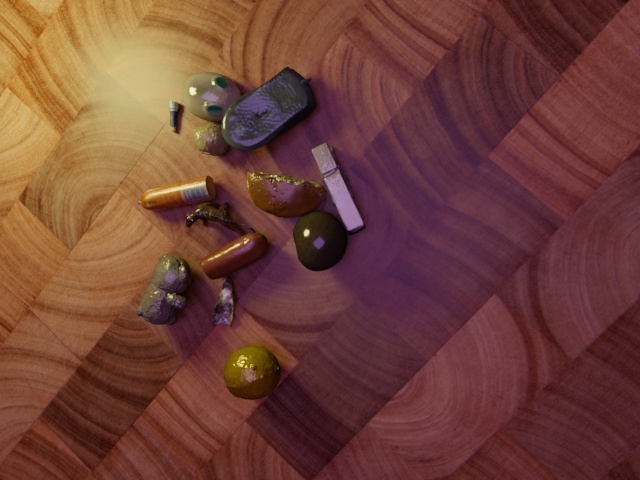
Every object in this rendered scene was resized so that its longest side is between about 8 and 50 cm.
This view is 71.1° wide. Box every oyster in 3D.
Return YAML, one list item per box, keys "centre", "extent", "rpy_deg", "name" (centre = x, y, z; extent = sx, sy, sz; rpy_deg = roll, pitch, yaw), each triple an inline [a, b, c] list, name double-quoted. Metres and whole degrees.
- centre: [-0.360, 0.241, 1.720]
  extent: [0.106, 0.061, 0.199]
  rpy_deg: [27, 101, -9]
  name: "oyster"

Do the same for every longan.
- centre: [0.000, 0.000, 1.557]
  extent: [0.198, 0.198, 0.212]
  rpy_deg: [-26, 56, 12]
  name: "longan"

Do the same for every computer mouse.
- centre: [-0.180, -0.458, 1.600]
  extent: [0.371, 0.122, 0.188]
  rpy_deg: [-35, 90, 4]
  name: "computer mouse"

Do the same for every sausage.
- centre: [-0.557, -0.171, 1.707]
  extent: [0.313, 0.093, 0.092]
  rpy_deg: [-11, 91, 12]
  name: "sausage"
- centre: [-0.312, 0.053, 1.658]
  extent: [0.259, 0.113, 0.113]
  rpy_deg: [-27, 88, 12]
  name: "sausage"

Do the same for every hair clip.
- centre: [0.064, -0.179, 1.579]
  extent: [0.085, 0.101, 0.330]
  rpy_deg: [-26, 87, 16]
  name: "hair clip"

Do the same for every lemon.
- centre: [-0.248, 0.479, 1.630]
  extent: [0.231, 0.192, 0.192]
  rpy_deg: [-13, 91, 19]
  name: "lemon"

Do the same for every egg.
- centre: [-0.406, -0.375, 1.658]
  extent: [0.140, 0.118, 0.116]
  rpy_deg: [19, 140, 1]
  name: "egg"

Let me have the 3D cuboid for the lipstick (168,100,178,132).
- centre: [-0.565, -0.472, 1.721]
  extent: [0.037, 0.037, 0.115]
  rpy_deg: [5, 98, 11]
  name: "lipstick"

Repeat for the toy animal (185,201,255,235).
- centre: [-0.360, -0.081, 1.659]
  extent: [0.256, 0.116, 0.114]
  rpy_deg: [13, 97, 10]
  name: "toy animal"

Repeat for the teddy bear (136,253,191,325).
- centre: [-0.585, 0.186, 1.701]
  extent: [0.236, 0.151, 0.267]
  rpy_deg: [25, 88, 36]
  name: "teddy bear"

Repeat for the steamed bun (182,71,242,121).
- centre: [-0.400, -0.527, 1.635]
  extent: [0.228, 0.131, 0.177]
  rpy_deg: [22, 95, 11]
  name: "steamed bun"

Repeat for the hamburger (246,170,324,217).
- centre: [-0.129, -0.157, 1.594]
  extent: [0.283, 0.144, 0.156]
  rpy_deg: [13, 94, 9]
  name: "hamburger"
